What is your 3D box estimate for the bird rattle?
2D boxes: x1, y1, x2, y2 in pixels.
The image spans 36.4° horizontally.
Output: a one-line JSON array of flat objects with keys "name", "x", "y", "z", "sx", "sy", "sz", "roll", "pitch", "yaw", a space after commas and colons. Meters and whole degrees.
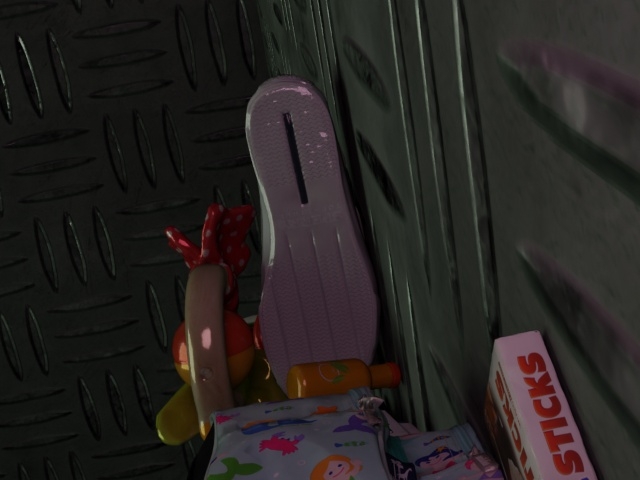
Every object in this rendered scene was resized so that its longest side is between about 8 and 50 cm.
[{"name": "bird rattle", "x": -0.095, "y": 0.092, "z": 0.968, "sx": 0.207, "sy": 0.143, "sz": 0.254, "roll": -105, "pitch": 17, "yaw": -79}]

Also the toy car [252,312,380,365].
[{"name": "toy car", "x": -0.012, "y": 0.109, "z": 1.116, "sx": 0.182, "sy": 0.136, "sz": 0.159, "roll": 95, "pitch": 163, "yaw": -76}]

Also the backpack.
[{"name": "backpack", "x": 0.013, "y": 0.191, "z": 0.501, "sx": 0.253, "sy": 0.191, "sz": 0.225, "roll": -152, "pitch": 53, "yaw": -77}]

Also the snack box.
[{"name": "snack box", "x": 0.095, "y": 0.124, "z": 0.350, "sx": 0.064, "sy": 0.022, "sz": 0.178, "roll": 85, "pitch": 173, "yaw": -52}]

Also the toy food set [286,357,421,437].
[{"name": "toy food set", "x": 0.060, "y": 0.185, "z": 0.805, "sx": 0.232, "sy": 0.104, "sz": 0.111, "roll": -145, "pitch": 55, "yaw": -59}]

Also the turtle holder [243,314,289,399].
[{"name": "turtle holder", "x": -0.067, "y": 0.250, "z": 1.359, "sx": 0.227, "sy": 0.243, "sz": 0.320, "roll": 72, "pitch": -155, "yaw": -46}]

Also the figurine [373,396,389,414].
[{"name": "figurine", "x": 0.025, "y": 0.275, "z": 1.012, "sx": 0.209, "sy": 0.092, "sz": 0.215, "roll": 1, "pitch": -78, "yaw": -79}]

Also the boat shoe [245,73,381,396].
[{"name": "boat shoe", "x": 0.000, "y": 0.000, "z": 0.976, "sx": 0.119, "sy": 0.121, "sz": 0.335, "roll": -53, "pitch": -41, "yaw": -75}]
